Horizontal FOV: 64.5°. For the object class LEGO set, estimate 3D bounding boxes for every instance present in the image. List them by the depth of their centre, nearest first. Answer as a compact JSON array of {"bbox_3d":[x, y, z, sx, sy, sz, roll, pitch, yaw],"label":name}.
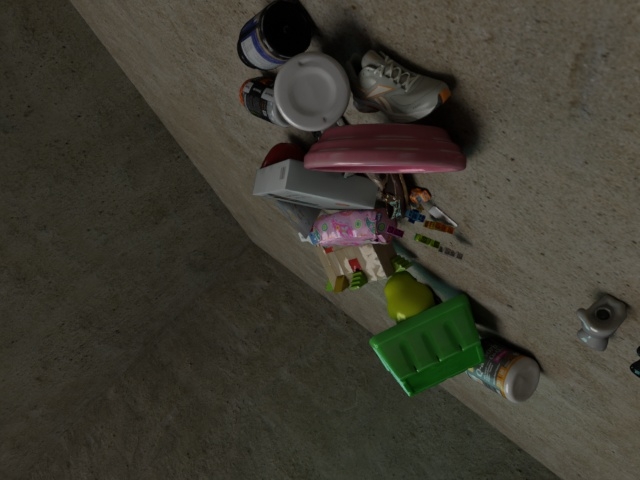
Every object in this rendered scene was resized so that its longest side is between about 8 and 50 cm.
[{"bbox_3d":[0.281,-0.027,1.381,0.227,0.087,0.093,21,-179,-12],"label":"LEGO set"}]

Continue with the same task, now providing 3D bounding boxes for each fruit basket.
[{"bbox_3d":[0.347,0.294,1.770,0.392,0.392,0.283,32,163,39],"label":"fruit basket"}]

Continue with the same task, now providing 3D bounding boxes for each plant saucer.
[{"bbox_3d":[0.131,-0.186,1.052,0.332,0.332,0.084,-169,78,-66],"label":"plant saucer"}]

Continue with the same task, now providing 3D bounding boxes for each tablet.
[{"bbox_3d":[0.330,-0.059,1.370,0.083,0.006,0.054,42,167,8],"label":"tablet"}]

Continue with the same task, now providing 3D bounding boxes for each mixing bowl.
[{"bbox_3d":[-0.109,-0.273,1.721,0.182,0.098,0.181,9,177,0],"label":"mixing bowl"}]

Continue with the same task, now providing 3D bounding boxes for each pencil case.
[{"bbox_3d":[0.110,-0.038,1.650,0.284,0.124,0.124,-3,137,42],"label":"pencil case"}]

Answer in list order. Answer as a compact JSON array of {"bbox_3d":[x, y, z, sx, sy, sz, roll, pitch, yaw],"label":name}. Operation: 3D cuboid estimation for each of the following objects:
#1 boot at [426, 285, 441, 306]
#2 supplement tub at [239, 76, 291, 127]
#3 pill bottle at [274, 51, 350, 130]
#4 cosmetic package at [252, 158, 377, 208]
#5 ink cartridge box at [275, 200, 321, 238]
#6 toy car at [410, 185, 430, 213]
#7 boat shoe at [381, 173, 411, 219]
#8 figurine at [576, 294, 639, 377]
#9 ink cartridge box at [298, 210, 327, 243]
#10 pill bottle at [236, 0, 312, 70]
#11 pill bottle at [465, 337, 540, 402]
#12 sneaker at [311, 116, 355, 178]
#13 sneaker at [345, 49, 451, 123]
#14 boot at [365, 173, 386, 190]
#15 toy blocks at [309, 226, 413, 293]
[{"bbox_3d":[0.414,0.260,1.987,0.246,0.083,0.161,49,160,-29],"label":"boot"},{"bbox_3d":[-0.144,-0.401,1.451,0.190,0.117,0.117,31,163,40],"label":"supplement tub"},{"bbox_3d":[-0.016,-0.324,1.104,0.152,0.152,0.272,46,-168,-13],"label":"pill bottle"},{"bbox_3d":[-0.030,-0.166,1.607,0.285,0.097,0.377,8,180,-21],"label":"cosmetic package"},{"bbox_3d":[-0.085,-0.140,1.879,0.066,0.232,0.189,-15,125,42],"label":"ink cartridge box"},{"bbox_3d":[0.269,-0.095,1.364,0.060,0.040,0.122,33,163,36],"label":"toy car"},{"bbox_3d":[0.200,-0.121,1.373,0.207,0.073,0.073,65,-171,-53],"label":"boat shoe"},{"bbox_3d":[0.671,0.231,1.121,0.215,0.092,0.209,36,169,33],"label":"figurine"},{"bbox_3d":[-0.026,-0.052,2.144,0.090,0.143,0.092,37,166,25],"label":"ink cartridge box"},{"bbox_3d":[-0.117,-0.461,1.167,0.123,0.123,0.219,49,166,-24],"label":"pill bottle"},{"bbox_3d":[0.607,0.438,1.783,0.162,0.162,0.278,51,165,-29],"label":"pill bottle"},{"bbox_3d":[0.019,-0.283,1.364,0.271,0.108,0.100,46,169,-8],"label":"sneaker"},{"bbox_3d":[0.133,-0.307,0.984,0.262,0.099,0.121,25,154,50],"label":"sneaker"},{"bbox_3d":[0.166,-0.173,1.441,0.118,0.042,0.087,50,173,-38],"label":"boot"},{"bbox_3d":[0.116,0.024,1.841,0.381,0.191,0.260,-19,97,49],"label":"toy blocks"}]
